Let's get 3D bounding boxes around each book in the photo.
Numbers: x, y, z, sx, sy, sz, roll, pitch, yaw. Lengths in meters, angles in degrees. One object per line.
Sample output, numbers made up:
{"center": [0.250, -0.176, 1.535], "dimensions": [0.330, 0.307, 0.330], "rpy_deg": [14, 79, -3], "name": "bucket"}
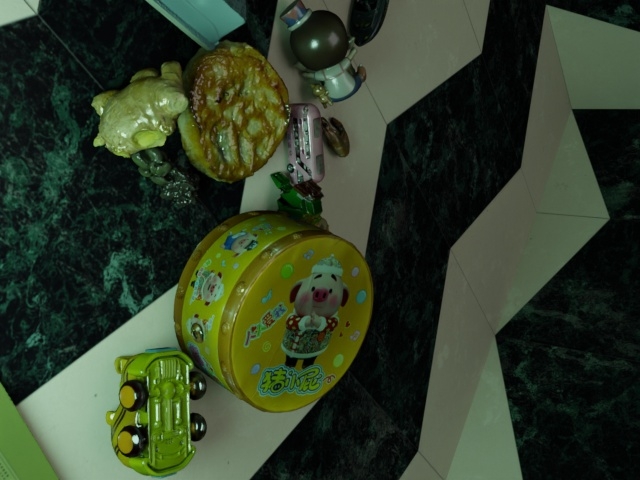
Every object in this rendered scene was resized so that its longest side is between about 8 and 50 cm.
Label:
{"center": [-0.568, 0.423, 1.216], "dimensions": [0.239, 0.035, 0.352], "rpy_deg": [-45, 131, -40], "name": "book"}

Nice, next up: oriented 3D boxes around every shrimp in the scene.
{"center": [0.044, -0.292, 1.964], "dimensions": [0.162, 0.045, 0.095], "rpy_deg": [51, 55, -44], "name": "shrimp"}

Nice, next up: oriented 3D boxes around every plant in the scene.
{"center": [-0.304, -0.129, 1.467], "dimensions": [0.085, 0.087, 0.174], "rpy_deg": [-49, 134, -4], "name": "plant"}

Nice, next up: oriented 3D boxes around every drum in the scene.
{"center": [-0.099, 0.153, 1.615], "dimensions": [0.431, 0.214, 0.430], "rpy_deg": [-19, 119, -39], "name": "drum"}

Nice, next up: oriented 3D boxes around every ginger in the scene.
{"center": [-0.331, -0.230, 1.318], "dimensions": [0.102, 0.216, 0.157], "rpy_deg": [32, 30, -61], "name": "ginger"}

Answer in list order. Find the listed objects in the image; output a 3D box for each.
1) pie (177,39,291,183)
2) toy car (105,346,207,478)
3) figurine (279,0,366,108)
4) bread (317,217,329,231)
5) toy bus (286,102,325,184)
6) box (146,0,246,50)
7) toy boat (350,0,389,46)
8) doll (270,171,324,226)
{"center": [-0.194, -0.274, 1.591], "dimensions": [0.315, 0.092, 0.314], "rpy_deg": [-18, 114, -48], "name": "pie"}
{"center": [-0.337, 0.335, 1.441], "dimensions": [0.200, 0.143, 0.247], "rpy_deg": [12, 76, -56], "name": "toy car"}
{"center": [0.006, -0.469, 1.799], "dimensions": [0.158, 0.161, 0.275], "rpy_deg": [-108, 173, -46], "name": "figurine"}
{"center": [-0.001, -0.001, 1.949], "dimensions": [0.062, 0.049, 0.103], "rpy_deg": [-48, 132, -51], "name": "bread"}
{"center": [-0.041, -0.237, 1.812], "dimensions": [0.063, 0.090, 0.203], "rpy_deg": [-27, 119, -51], "name": "toy bus"}
{"center": [-0.247, -0.493, 1.416], "dimensions": [0.227, 0.130, 0.162], "rpy_deg": [32, 46, -52], "name": "box"}
{"center": [0.132, -0.639, 1.987], "dimensions": [0.103, 0.093, 0.245], "rpy_deg": [29, 73, -61], "name": "toy boat"}
{"center": [-0.060, -0.065, 1.794], "dimensions": [0.106, 0.135, 0.186], "rpy_deg": [-28, 125, -54], "name": "doll"}
